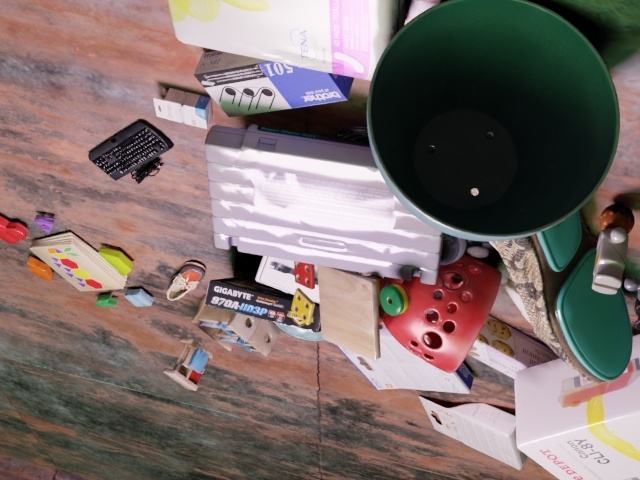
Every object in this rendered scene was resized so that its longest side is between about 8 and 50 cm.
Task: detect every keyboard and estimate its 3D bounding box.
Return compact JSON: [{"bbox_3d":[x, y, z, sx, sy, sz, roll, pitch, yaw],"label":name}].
[{"bbox_3d":[-0.317,-0.135,1.722,0.100,0.038,0.192,35,147,-26],"label":"keyboard"}]

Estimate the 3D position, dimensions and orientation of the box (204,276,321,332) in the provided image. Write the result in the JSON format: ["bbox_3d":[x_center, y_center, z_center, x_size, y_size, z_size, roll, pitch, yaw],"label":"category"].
[{"bbox_3d":[-0.088,0.119,1.908,0.220,0.051,0.175,13,-178,11],"label":"box"}]

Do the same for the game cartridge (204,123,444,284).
[{"bbox_3d":[0.010,-0.055,1.507,0.355,0.068,0.230,10,133,9],"label":"game cartridge"}]

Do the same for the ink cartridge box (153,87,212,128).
[{"bbox_3d":[-0.210,-0.204,1.558,0.083,0.028,0.048,14,149,7],"label":"ink cartridge box"}]

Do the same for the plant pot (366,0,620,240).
[{"bbox_3d":[0.195,-0.126,1.252,0.290,0.290,0.195,18,168,2],"label":"plant pot"}]

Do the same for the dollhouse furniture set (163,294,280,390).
[{"bbox_3d":[-0.198,0.225,2.073,0.129,0.184,0.129,2,147,45],"label":"dollhouse furniture set"}]

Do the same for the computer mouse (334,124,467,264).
[{"bbox_3d":[0.152,-0.080,1.530,0.188,0.072,0.272,-1,132,33],"label":"computer mouse"}]

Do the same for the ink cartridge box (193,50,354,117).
[{"bbox_3d":[-0.066,-0.230,1.421,0.207,0.046,0.097,-3,144,33],"label":"ink cartridge box"}]

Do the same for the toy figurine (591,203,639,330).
[{"bbox_3d":[0.500,0.023,1.425,0.213,0.148,0.209,35,149,-29],"label":"toy figurine"}]

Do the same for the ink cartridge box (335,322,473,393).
[{"bbox_3d":[0.164,0.233,2.041,0.224,0.045,0.223,-3,143,34],"label":"ink cartridge box"}]

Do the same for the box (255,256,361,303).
[{"bbox_3d":[0.000,0.000,1.715,0.169,0.087,0.290,20,149,-2],"label":"box"}]

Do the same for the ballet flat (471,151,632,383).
[{"bbox_3d":[0.335,0.027,1.542,0.182,0.164,0.483,19,152,45],"label":"ballet flat"}]

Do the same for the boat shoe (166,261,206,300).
[{"bbox_3d":[-0.271,0.082,2.041,0.049,0.043,0.137,32,146,-18],"label":"boat shoe"}]

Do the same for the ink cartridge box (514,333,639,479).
[{"bbox_3d":[0.569,0.304,1.755,0.384,0.160,0.279,-24,131,35],"label":"ink cartridge box"}]

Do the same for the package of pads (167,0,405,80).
[{"bbox_3d":[-0.044,-0.316,1.217,0.296,0.101,0.229,13,148,11],"label":"package of pads"}]

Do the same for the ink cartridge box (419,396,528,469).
[{"bbox_3d":[0.341,0.406,2.240,0.224,0.056,0.181,23,155,32],"label":"ink cartridge box"}]

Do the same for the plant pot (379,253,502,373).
[{"bbox_3d":[0.182,0.099,1.681,0.174,0.191,0.191,26,150,4],"label":"plant pot"}]

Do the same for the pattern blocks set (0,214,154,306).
[{"bbox_3d":[-0.508,0.046,2.128,0.285,0.026,0.325,1,145,28],"label":"pattern blocks set"}]

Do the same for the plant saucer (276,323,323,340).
[{"bbox_3d":[-0.036,0.165,2.064,0.119,0.021,0.119,14,150,8],"label":"plant saucer"}]

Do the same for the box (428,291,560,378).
[{"bbox_3d":[0.308,0.183,1.863,0.324,0.067,0.063,29,148,-15],"label":"box"}]

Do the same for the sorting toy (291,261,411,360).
[{"bbox_3d":[0.051,0.105,1.627,0.274,0.046,0.132,16,116,48],"label":"sorting toy"}]
